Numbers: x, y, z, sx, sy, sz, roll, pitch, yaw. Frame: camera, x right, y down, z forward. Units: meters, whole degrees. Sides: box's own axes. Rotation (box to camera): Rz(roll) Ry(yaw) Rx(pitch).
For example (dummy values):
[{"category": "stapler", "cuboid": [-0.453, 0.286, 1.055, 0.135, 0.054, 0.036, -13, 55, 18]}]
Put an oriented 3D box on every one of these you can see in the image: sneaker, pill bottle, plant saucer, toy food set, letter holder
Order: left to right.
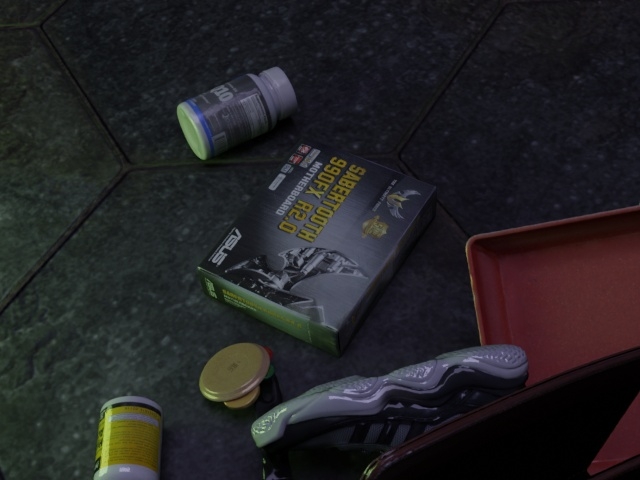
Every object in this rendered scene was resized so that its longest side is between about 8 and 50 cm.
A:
[{"category": "pill bottle", "cuboid": [-0.189, 0.218, 1.061, 0.065, 0.065, 0.116, -5, 51, 1]}, {"category": "toy food set", "cuboid": [-0.087, 0.139, 1.128, 0.083, 0.020, 0.082, 7, 47, 38]}, {"category": "pill bottle", "cuboid": [-0.103, -0.162, 1.351, 0.137, 0.078, 0.078, -27, 54, -16]}, {"category": "sneaker", "cuboid": [0.076, 0.196, 1.004, 0.268, 0.101, 0.153, -15, 86, 4]}, {"category": "letter holder", "cuboid": [0.175, 0.225, 0.827, 0.302, 0.214, 0.152, -15, 49, -31]}, {"category": "plant saucer", "cuboid": [0.286, 0.101, 1.021, 0.259, 0.048, 0.258, -11, 84, 23]}]

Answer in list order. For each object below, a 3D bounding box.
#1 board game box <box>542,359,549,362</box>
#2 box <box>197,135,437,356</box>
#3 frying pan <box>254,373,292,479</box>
[{"category": "board game box", "cuboid": [0.328, 0.114, 1.104, 0.194, 0.060, 0.194, -35, 57, -19]}, {"category": "box", "cuboid": [0.000, 0.000, 1.226, 0.183, 0.056, 0.231, 23, 57, 22]}, {"category": "frying pan", "cuboid": [-0.059, 0.272, 1.015, 0.197, 0.053, 0.326, -22, 43, -20]}]
